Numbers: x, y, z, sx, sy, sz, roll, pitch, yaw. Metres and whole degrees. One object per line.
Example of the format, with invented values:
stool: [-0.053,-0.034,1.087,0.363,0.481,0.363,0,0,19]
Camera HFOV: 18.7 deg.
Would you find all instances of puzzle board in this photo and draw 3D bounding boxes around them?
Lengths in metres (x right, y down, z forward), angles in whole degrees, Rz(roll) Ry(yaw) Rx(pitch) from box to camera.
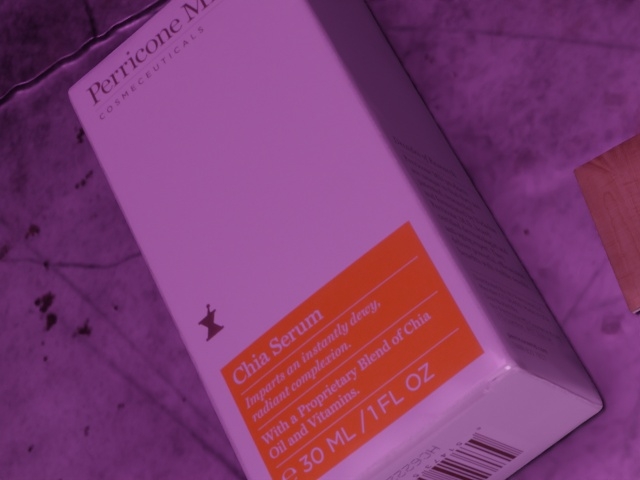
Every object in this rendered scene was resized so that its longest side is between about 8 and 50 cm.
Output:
puzzle board: [0.254,-0.021,1.460,0.096,0.011,0.128,-29,62,21]

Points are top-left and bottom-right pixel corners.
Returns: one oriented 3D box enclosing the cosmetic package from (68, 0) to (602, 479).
cosmetic package: [0.000,0.000,1.528,0.230,0.161,0.453,-39,57,17]
